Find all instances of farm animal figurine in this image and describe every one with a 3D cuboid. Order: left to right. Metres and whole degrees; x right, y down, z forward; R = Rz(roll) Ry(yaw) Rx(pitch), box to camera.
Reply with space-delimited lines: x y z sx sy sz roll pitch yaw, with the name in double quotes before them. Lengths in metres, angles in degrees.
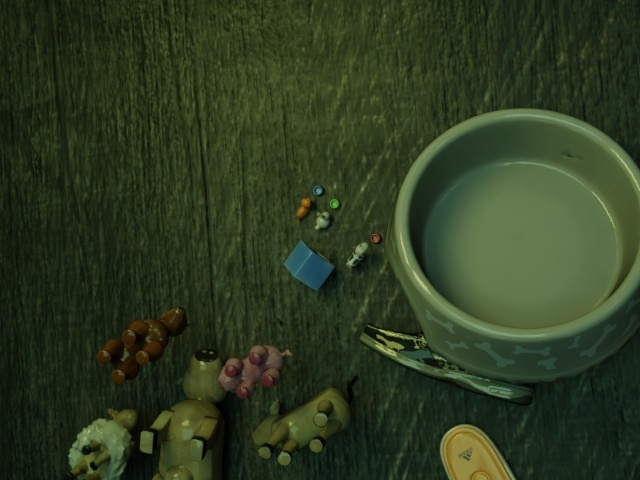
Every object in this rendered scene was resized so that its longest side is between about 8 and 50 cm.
"farm animal figurine" -0.143 0.244 1.406 0.330 0.172 0.327 26 105 8

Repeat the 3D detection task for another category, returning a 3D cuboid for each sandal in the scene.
"sandal" 0.229 0.360 1.330 0.102 0.076 0.265 -35 78 11

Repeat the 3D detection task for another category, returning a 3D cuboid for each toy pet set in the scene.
"toy pet set" 0.000 0.000 1.426 0.122 0.065 0.114 39 96 15

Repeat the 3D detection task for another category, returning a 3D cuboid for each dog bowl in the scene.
"dog bowl" 0.246 -0.007 1.280 0.348 0.102 0.349 -3 66 7

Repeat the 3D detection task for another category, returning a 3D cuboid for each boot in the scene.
"boot" 0.184 0.098 1.363 0.236 0.085 0.179 18 86 16
